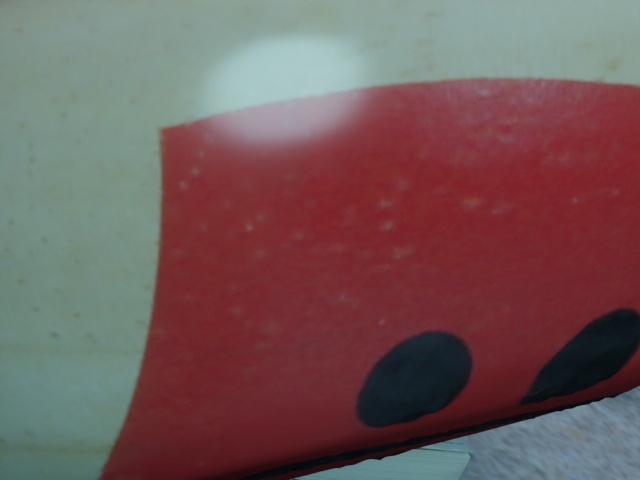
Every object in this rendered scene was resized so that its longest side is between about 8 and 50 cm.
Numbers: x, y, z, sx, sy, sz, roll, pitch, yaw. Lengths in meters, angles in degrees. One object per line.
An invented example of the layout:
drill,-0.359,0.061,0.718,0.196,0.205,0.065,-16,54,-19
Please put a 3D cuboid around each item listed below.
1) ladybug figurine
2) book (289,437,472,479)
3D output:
ladybug figurine,0.000,0.000,0.679,0.449,0.305,0.162,-9,78,-31
book,-0.002,0.057,0.845,0.096,0.035,0.144,12,29,-27
